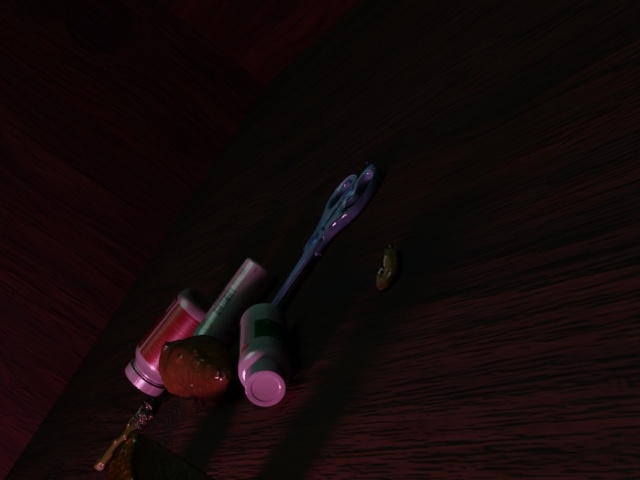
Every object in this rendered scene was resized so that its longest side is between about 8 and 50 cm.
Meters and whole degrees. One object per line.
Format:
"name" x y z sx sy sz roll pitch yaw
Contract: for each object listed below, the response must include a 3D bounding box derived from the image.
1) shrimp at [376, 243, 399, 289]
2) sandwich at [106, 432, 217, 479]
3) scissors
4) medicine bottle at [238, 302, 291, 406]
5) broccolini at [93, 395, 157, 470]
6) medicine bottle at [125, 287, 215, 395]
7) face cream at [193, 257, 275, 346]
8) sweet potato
"shrimp" 0.107 0.044 1.517 0.059 0.023 0.108 -56 12 24
"sandwich" -0.198 0.372 1.316 0.065 0.215 0.186 -52 12 4
"scissors" 0.001 0.000 1.907 0.393 0.032 0.180 -55 15 -12
"medicine bottle" -0.099 0.199 1.639 0.095 0.095 0.260 -49 15 14
"broccolini" -0.465 0.476 2.254 0.254 0.071 0.057 -54 55 23
"medicine bottle" -0.345 0.241 2.208 0.250 0.131 0.131 -51 15 10
"face cream" -0.206 0.167 2.057 0.269 0.082 0.082 -54 15 -6
"sweet potato" -0.230 0.250 1.861 0.131 0.131 0.337 -59 17 -20
